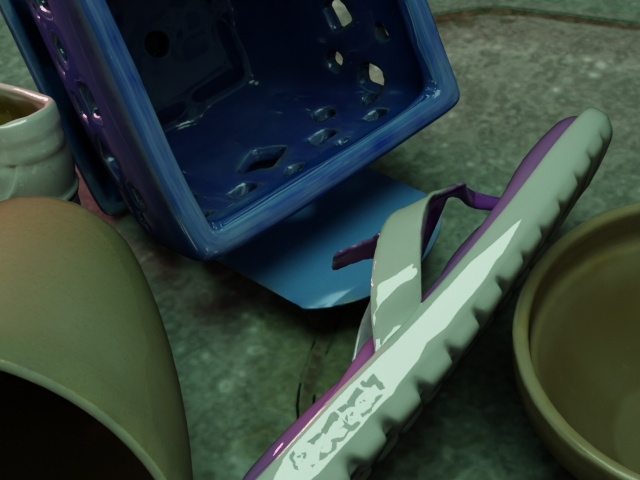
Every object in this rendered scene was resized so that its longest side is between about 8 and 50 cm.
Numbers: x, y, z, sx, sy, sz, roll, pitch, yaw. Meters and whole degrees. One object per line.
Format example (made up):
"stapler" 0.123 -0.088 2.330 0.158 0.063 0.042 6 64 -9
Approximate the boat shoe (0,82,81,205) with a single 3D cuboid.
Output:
"boat shoe" -0.332 -0.114 1.118 0.367 0.156 0.136 22 39 26

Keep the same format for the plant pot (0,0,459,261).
"plant pot" -0.082 -0.145 1.086 0.236 0.236 0.212 -33 20 -25

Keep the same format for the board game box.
"board game box" 0.000 0.000 1.096 0.168 0.033 0.133 27 54 35

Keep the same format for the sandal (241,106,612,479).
"sandal" 0.048 0.036 0.952 0.102 0.169 0.416 37 57 8

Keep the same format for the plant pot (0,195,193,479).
"plant pot" -0.183 0.094 0.893 0.256 0.256 0.274 0 29 2

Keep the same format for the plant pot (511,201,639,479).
"plant pot" 0.230 0.093 0.940 0.237 0.110 0.237 -1 45 1
